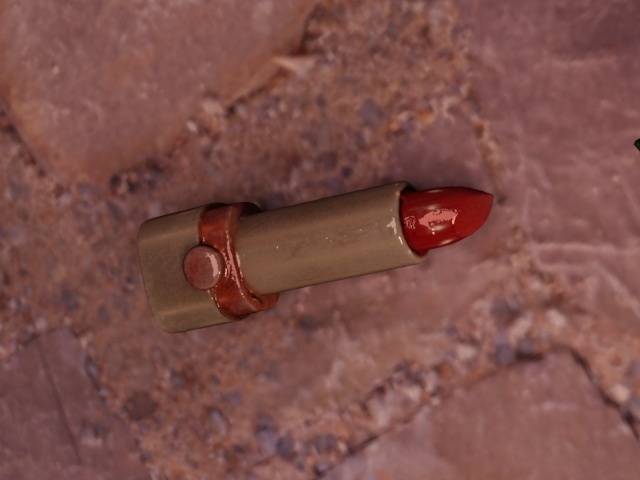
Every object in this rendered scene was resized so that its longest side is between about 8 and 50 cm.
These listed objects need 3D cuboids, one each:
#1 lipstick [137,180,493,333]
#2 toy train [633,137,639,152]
[{"bbox_3d":[-0.001,0.000,0.894,0.186,0.057,0.063,-13,90,25],"label":"lipstick"},{"bbox_3d":[0.236,-0.023,0.718,0.154,0.115,0.269,-45,65,54],"label":"toy train"}]
